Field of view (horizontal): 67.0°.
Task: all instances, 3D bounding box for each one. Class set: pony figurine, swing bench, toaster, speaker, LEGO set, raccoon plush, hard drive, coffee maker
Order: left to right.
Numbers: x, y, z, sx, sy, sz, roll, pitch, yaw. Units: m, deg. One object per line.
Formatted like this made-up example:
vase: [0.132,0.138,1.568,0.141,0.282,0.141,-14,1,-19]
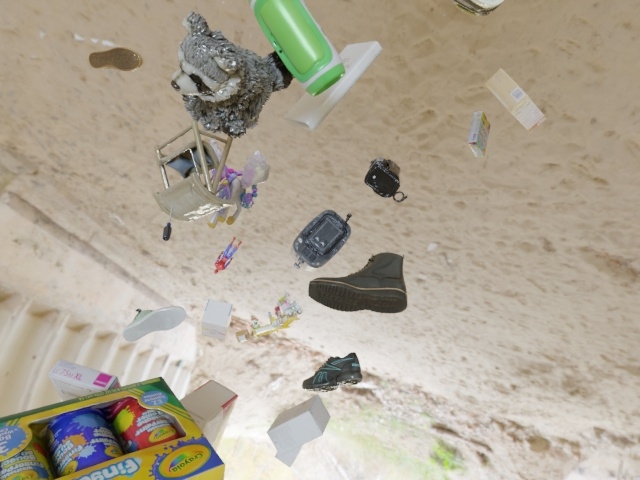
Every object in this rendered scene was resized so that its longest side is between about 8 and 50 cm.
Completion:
swing bench: [-0.416,-0.212,1.576,0.253,0.255,0.165,-16,160,42]
pony figurine: [-0.395,-0.256,2.181,0.302,0.364,0.351,25,156,12]
raccoon plush: [-0.195,-0.471,1.199,0.216,0.447,0.299,32,153,0]
LEGO set: [-0.185,0.276,1.762,0.287,0.107,0.132,-30,154,28]
speaker: [-0.061,-0.528,1.250,0.297,0.131,0.131,55,153,-7]
toaster: [0.000,0.000,1.556,0.129,0.227,0.146,43,160,0]
hard drive: [0.036,-0.530,1.659,0.047,0.353,0.233,42,177,-29]
coffee maker: [0.255,-0.234,1.877,0.120,0.178,0.171,-28,102,20]

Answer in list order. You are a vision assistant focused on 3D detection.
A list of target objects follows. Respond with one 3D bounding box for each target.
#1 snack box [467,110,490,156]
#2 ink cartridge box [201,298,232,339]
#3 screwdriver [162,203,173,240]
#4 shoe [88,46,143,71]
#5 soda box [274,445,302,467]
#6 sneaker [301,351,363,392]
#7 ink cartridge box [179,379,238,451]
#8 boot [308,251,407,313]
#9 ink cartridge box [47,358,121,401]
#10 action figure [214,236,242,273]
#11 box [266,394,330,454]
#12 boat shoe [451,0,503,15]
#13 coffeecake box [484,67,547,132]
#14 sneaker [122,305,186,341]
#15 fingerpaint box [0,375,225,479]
snack box: [0.601,-0.403,1.827,0.037,0.141,0.100,2,157,39]
ink cartridge box: [-0.374,0.291,1.747,0.089,0.092,0.143,13,145,-4]
screwdriver: [-0.432,-0.058,1.378,0.024,0.170,0.025,-17,134,4]
shoe: [-0.674,-0.606,1.618,0.218,0.077,0.058,10,-159,21]
soda box: [-0.083,0.711,1.771,0.073,0.216,0.069,29,-172,14]
sneaker: [0.041,0.479,1.737,0.267,0.106,0.101,-25,144,33]
ink cartridge box: [-0.390,0.610,1.504,0.117,0.283,0.207,24,-169,15]
boot: [0.080,0.075,1.002,0.197,0.137,0.077,10,135,1]
ink cartridge box: [-0.645,0.474,1.398,0.185,0.065,0.311,13,131,10]
action figure: [-0.262,0.045,1.349,0.038,0.115,0.030,36,173,-15]
box: [-0.070,0.608,1.600,0.091,0.170,0.130,60,-164,2]
boat shoe: [0.259,-0.589,1.020,0.305,0.109,0.091,40,-177,-1]
coffeecake box: [0.611,-0.435,1.512,0.068,0.142,0.185,-43,147,25]
sneaker: [-0.632,0.290,1.880,0.255,0.151,0.094,-21,110,6]
fingerpaint box: [-0.494,0.507,1.057,0.444,0.163,0.371,-5,-157,-39]
